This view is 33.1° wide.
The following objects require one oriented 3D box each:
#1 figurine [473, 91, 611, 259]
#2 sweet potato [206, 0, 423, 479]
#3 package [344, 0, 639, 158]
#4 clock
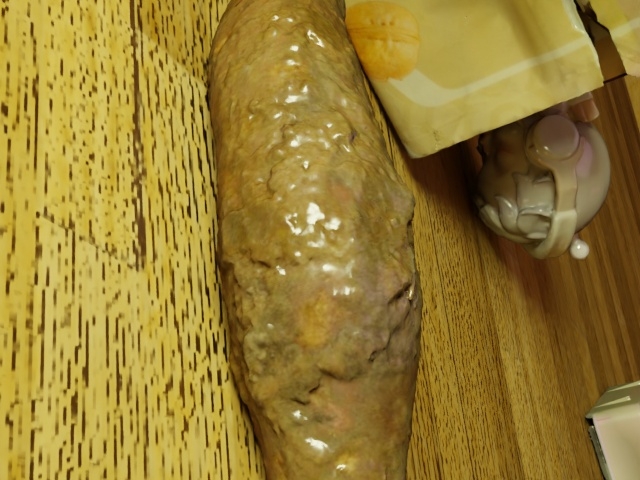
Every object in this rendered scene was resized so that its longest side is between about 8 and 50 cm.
[{"bbox_3d":[0.173,-0.087,0.926,0.162,0.141,0.236,-121,-164,-73],"label":"figurine"},{"bbox_3d":[-0.001,-0.003,0.489,0.114,0.092,0.341,64,17,-64],"label":"sweet potato"},{"bbox_3d":[0.112,-0.238,0.729,0.311,0.221,0.165,66,-18,-12],"label":"package"},{"bbox_3d":[0.355,0.232,1.169,0.192,0.071,0.146,-5,77,-67],"label":"clock"}]
